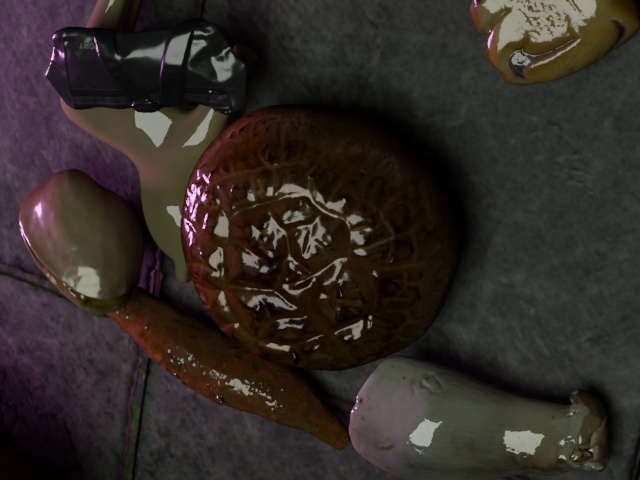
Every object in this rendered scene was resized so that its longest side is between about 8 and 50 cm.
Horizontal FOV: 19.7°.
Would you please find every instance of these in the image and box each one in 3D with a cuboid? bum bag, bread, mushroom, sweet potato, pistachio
[{"bbox_3d":[-0.155,-0.156,1.642,0.198,0.049,0.087,1,128,21],"label":"bum bag"},{"bbox_3d":[0.170,-0.241,1.485,0.134,0.081,0.225,-16,98,26],"label":"bread"},{"bbox_3d":[0.000,0.000,1.618,0.253,0.153,0.253,5,116,10],"label":"mushroom"},{"bbox_3d":[-0.110,0.115,1.768,0.314,0.072,0.066,25,132,15],"label":"sweet potato"},{"bbox_3d":[-0.223,0.002,1.758,0.113,0.113,0.149,-50,52,32],"label":"pistachio"},{"bbox_3d":[0.142,0.174,1.642,0.225,0.093,0.116,13,117,21],"label":"mushroom"}]

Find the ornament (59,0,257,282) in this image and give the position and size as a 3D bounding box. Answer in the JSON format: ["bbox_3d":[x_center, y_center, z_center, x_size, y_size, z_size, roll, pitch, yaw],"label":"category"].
[{"bbox_3d":[-0.142,-0.101,1.709,0.230,0.061,0.245,34,117,11],"label":"ornament"}]

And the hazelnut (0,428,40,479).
[{"bbox_3d":[-0.458,0.314,1.876,0.421,0.352,0.421,0,135,0],"label":"hazelnut"}]
